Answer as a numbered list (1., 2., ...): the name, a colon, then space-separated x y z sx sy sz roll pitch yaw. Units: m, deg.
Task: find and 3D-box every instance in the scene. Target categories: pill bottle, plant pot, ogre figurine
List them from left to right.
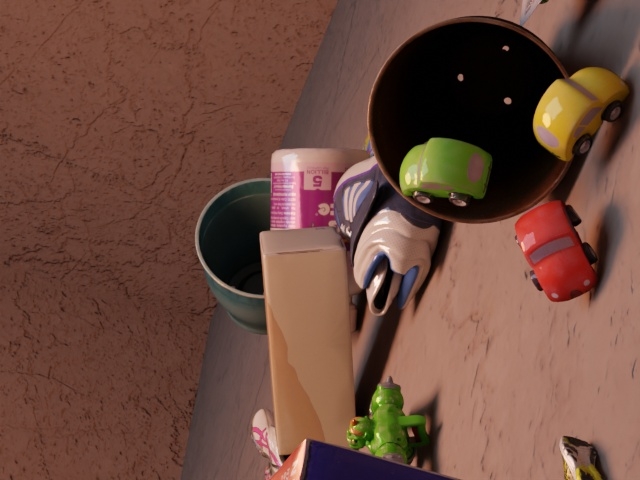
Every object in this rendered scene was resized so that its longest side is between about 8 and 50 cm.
1. plant pot: -0.112 0.055 2.440 0.255 0.271 0.272 95 -175 -59
2. pill bottle: 0.000 0.000 2.008 0.169 0.169 0.302 -171 80 -80
3. ogre figurine: 0.082 0.251 1.463 0.197 0.096 0.118 -62 -20 -45
4. plant pot: 0.177 -0.158 1.327 0.230 0.215 0.215 -59 -10 -66

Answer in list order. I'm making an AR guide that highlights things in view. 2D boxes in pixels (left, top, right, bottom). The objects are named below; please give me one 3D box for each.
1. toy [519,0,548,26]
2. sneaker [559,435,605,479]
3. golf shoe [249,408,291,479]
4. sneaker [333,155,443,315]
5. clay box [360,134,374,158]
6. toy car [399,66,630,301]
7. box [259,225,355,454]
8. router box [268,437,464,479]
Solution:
1. toy: 0.295 -0.338 1.291 0.237 0.056 0.137 -47 23 52
2. sneaker: 0.209 0.193 0.989 0.083 0.031 0.035 -93 21 -63
3. golf shoe: -0.070 0.365 2.157 0.086 0.067 0.186 -56 37 26
4. sneaker: 0.078 0.006 1.752 0.323 0.130 0.236 137 152 -62
5. clay box: 0.111 -0.155 2.069 0.222 0.053 0.127 117 165 -46
6. toy car: 0.170 -0.066 1.163 0.053 0.224 0.239 37 -118 -54
7. box: -0.018 0.146 1.796 0.148 0.121 0.311 -110 15 -76
8. router box: 0.098 0.231 0.647 0.301 0.335 0.082 121 163 -58
